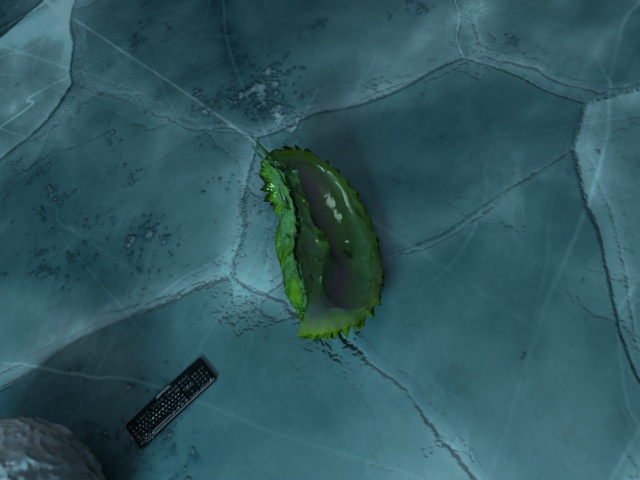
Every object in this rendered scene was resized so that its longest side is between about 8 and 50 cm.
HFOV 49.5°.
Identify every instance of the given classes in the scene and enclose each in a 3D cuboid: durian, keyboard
[{"bbox_3d":[0.000,0.000,1.044,0.158,0.169,0.351,-18,56,9],"label":"durian"},{"bbox_3d":[-0.230,0.249,1.071,0.155,0.010,0.053,-43,56,-9],"label":"keyboard"}]

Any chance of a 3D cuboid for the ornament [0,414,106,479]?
[{"bbox_3d":[-0.413,0.371,0.929,0.259,0.225,0.259,-25,29,15],"label":"ornament"}]
